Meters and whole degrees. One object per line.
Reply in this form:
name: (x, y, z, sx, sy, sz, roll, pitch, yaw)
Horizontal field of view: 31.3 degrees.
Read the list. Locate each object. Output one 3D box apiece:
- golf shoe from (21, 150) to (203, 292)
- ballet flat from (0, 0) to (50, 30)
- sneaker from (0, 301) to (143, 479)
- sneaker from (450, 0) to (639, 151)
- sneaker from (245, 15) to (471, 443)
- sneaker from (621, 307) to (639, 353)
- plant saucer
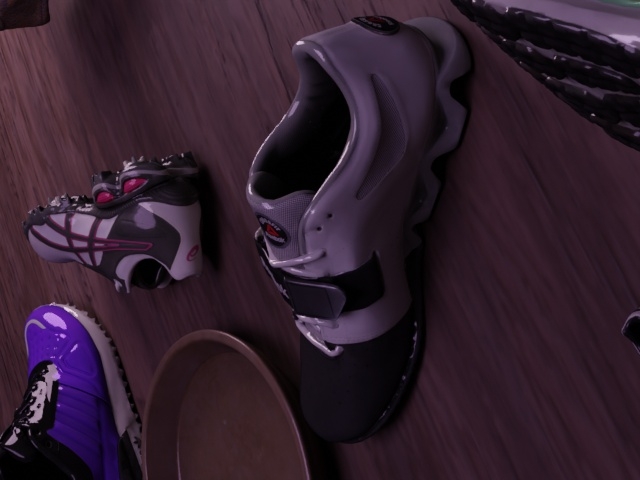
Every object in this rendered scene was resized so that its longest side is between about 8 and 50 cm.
golf shoe: (-0.209, 0.002, 1.127, 0.273, 0.105, 0.120, -19, 86, 52)
ballet flat: (-0.276, -0.349, 1.171, 0.316, 0.106, 0.107, -56, 45, 38)
sneaker: (-0.278, 0.189, 1.192, 0.293, 0.146, 0.102, 60, 135, 29)
sneaker: (0.227, -0.139, 0.569, 0.410, 0.158, 0.182, 23, 80, 51)
sneaker: (0.000, 0.000, 0.826, 0.122, 0.146, 0.330, 26, 115, 46)
sneaker: (0.211, 0.080, 0.644, 0.109, 0.044, 0.040, 54, 130, 32)
plant saucer: (-0.077, 0.216, 1.026, 0.278, 0.041, 0.277, 8, 101, 52)
